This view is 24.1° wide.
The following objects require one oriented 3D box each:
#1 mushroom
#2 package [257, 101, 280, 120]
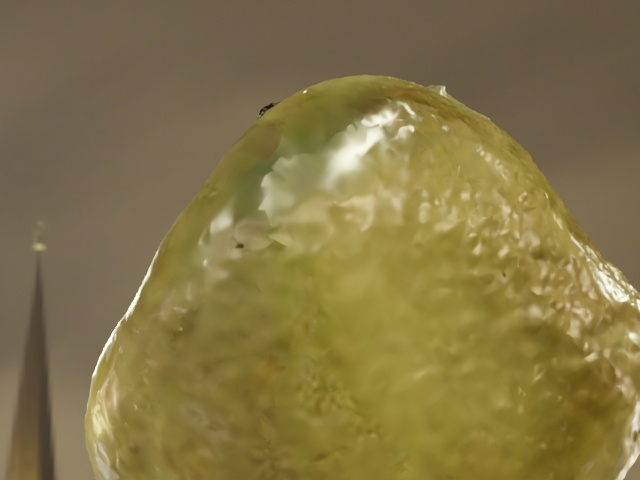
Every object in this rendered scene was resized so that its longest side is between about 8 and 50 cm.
[{"bbox_3d":[0.051,0.048,0.743,0.217,0.292,0.212,32,-33,28],"label":"mushroom"},{"bbox_3d":[0.000,0.000,1.290,0.154,0.239,0.030,11,-17,3],"label":"package"}]
